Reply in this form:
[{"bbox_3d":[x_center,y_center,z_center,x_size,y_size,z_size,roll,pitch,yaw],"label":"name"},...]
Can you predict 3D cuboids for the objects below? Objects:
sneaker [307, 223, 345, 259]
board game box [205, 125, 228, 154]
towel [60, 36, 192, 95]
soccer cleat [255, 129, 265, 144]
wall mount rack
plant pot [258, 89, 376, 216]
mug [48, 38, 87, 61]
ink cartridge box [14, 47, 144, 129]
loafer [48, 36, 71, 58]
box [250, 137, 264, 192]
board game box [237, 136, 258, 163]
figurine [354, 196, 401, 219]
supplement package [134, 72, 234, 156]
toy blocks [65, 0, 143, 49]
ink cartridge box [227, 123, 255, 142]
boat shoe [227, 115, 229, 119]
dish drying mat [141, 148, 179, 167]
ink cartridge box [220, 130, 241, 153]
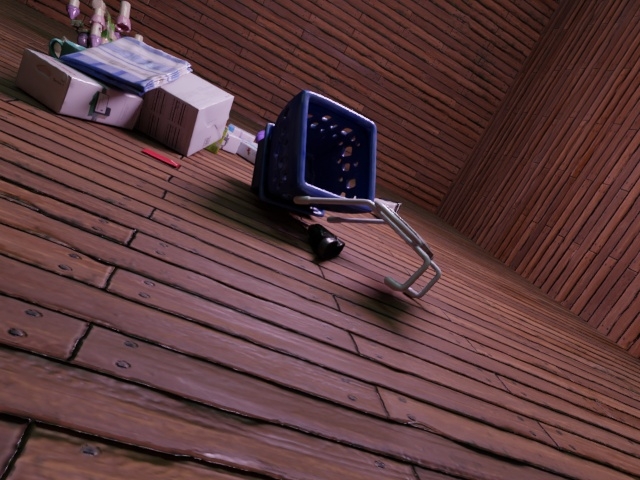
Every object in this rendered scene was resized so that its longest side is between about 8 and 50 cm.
[{"bbox_3d":[0.001,-0.002,1.013,0.089,0.051,0.170,36,9,15],"label":"sneaker"},{"bbox_3d":[-0.394,-0.356,1.443,0.181,0.092,0.043,24,13,-17],"label":"board game box"},{"bbox_3d":[-0.476,-0.451,1.155,0.209,0.034,0.285,23,32,-3],"label":"towel"},{"bbox_3d":[-0.157,-0.424,2.156,0.318,0.108,0.116,26,17,-20],"label":"soccer cleat"},{"bbox_3d":[0.117,-0.012,0.990,0.304,0.130,0.350,46,7,22],"label":"wall mount rack"},{"bbox_3d":[-0.018,-0.185,1.103,0.236,0.235,0.212,12,-15,-38],"label":"plant pot"},{"bbox_3d":[-0.773,-0.567,1.458,0.158,0.097,0.129,32,14,18],"label":"mug"},{"bbox_3d":[-0.567,-0.353,1.084,0.160,0.092,0.219,32,14,17],"label":"ink cartridge box"},{"bbox_3d":[-0.820,-0.637,1.637,0.269,0.092,0.102,19,16,-33],"label":"loafer"},{"bbox_3d":[-0.074,-0.188,1.268,0.207,0.153,0.108,19,-19,-36],"label":"box"},{"bbox_3d":[-0.182,-0.291,1.709,0.305,0.053,0.193,34,14,25],"label":"board game box"},{"bbox_3d":[0.236,-0.161,2.027,0.210,0.092,0.215,23,13,14],"label":"figurine"},{"bbox_3d":[-0.390,-0.366,1.268,0.203,0.149,0.194,30,32,4],"label":"supplement package"},{"bbox_3d":[-0.982,-0.879,2.039,0.309,0.260,0.288,3,-13,-6],"label":"toy blocks"},{"bbox_3d":[-0.352,-0.460,2.000,0.123,0.052,0.088,24,14,-12],"label":"ink cartridge box"},{"bbox_3d":[-0.516,-0.552,1.945,0.302,0.091,0.114,3,72,-63],"label":"boat shoe"},{"bbox_3d":[-0.371,-0.192,1.061,0.083,0.008,0.032,26,14,-11],"label":"dish drying mat"},{"bbox_3d":[-0.371,-0.370,1.603,0.150,0.063,0.109,13,20,-48],"label":"ink cartridge box"}]
